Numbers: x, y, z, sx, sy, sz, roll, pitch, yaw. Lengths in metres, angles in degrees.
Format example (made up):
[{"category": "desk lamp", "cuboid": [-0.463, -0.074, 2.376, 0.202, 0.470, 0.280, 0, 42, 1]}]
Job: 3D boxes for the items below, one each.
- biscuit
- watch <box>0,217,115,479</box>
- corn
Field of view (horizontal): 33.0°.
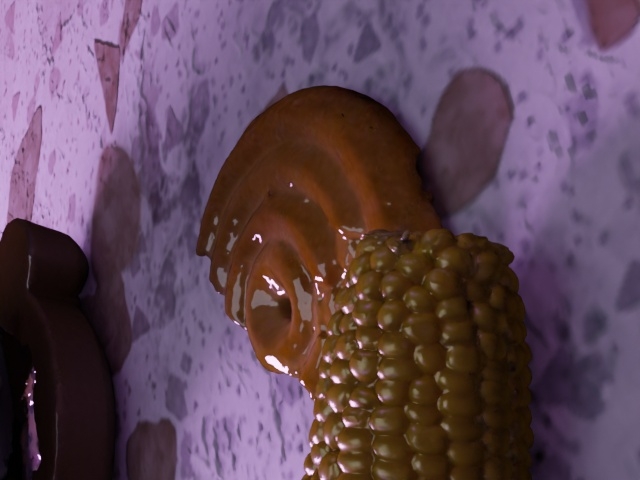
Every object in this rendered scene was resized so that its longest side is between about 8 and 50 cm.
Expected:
[{"category": "biscuit", "cuboid": [-0.001, 0.000, 0.520, 0.224, 0.033, 0.144, 48, 126, 48]}, {"category": "watch", "cuboid": [-0.338, 0.158, 0.755, 0.335, 0.327, 0.314, -44, 50, 47]}, {"category": "corn", "cuboid": [0.031, 0.125, 0.399, 0.091, 0.091, 0.260, -178, 92, -77]}]
